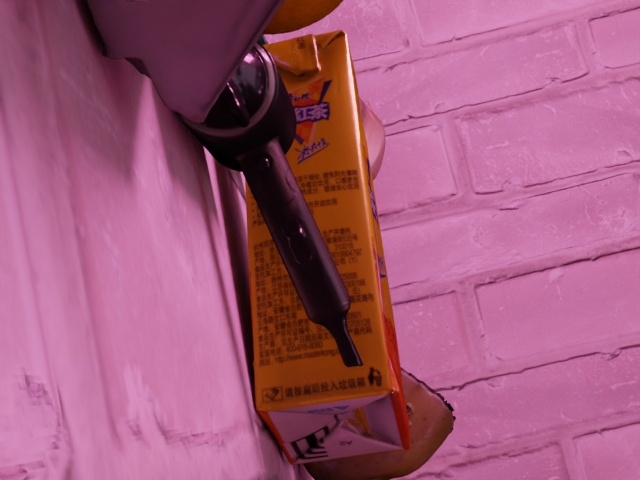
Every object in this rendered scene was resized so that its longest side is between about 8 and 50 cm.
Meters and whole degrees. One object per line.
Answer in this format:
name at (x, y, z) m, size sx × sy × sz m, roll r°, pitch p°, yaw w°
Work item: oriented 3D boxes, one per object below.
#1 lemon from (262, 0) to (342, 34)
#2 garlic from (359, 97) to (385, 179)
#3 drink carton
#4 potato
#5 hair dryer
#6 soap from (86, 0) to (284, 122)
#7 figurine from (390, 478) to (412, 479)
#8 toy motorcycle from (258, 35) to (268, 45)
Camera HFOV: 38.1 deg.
lemon at (-0.042, -0.244, 0.674) m, size 0.244 × 0.187 × 0.186 m, roll 68°, pitch 8°, yaw -88°
garlic at (-0.014, -0.108, 1.376) m, size 0.281 × 0.185 × 0.203 m, roll 124°, pitch -17°, yaw -64°
drink carton at (0.000, 0.000, 0.813) m, size 0.154 × 0.111 × 0.351 m, roll 73°, pitch 10°, yaw -59°
potato at (0.032, 0.194, 0.931) m, size 0.117 × 0.182 × 0.202 m, roll -63°, pitch -179°, yaw -24°
hair dryer at (-0.025, -0.024, 0.647) m, size 0.248 × 0.078 × 0.195 m, roll 63°, pitch 1°, yaw 5°
soap at (-0.113, -0.221, 0.391) m, size 0.302 × 0.257 × 0.159 m, roll 25°, pitch 30°, yaw -26°
figurine at (0.094, 0.451, 1.124) m, size 0.187 × 0.168 × 0.315 m, roll 45°, pitch -29°, yaw 31°
toy motorcycle at (-0.115, -0.312, 1.405) m, size 0.173 × 0.058 × 0.100 m, roll -105°, pitch 174°, yaw -66°
